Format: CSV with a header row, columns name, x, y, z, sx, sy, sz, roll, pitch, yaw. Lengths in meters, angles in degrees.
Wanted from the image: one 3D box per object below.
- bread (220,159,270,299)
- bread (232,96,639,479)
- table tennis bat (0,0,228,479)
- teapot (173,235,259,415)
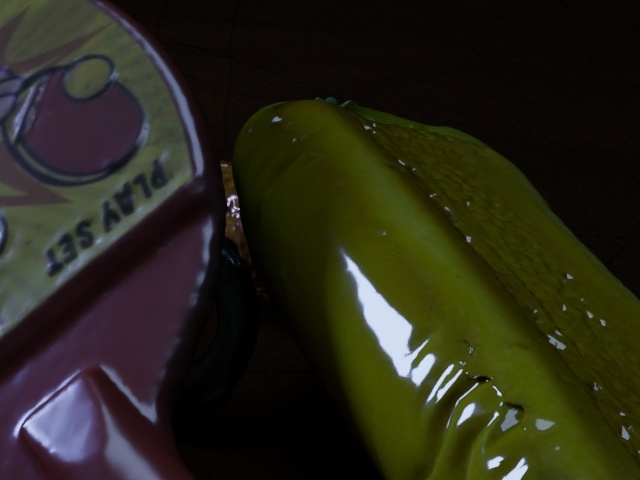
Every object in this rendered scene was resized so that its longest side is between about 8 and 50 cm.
name,x,y,z,sx,sy,sz,roll,pitch,yaw
bread,0.000,0.000,0.956,0.233,0.076,0.105,11,11,43
bread,0.077,0.064,0.705,0.166,0.112,0.383,12,25,-31
table tennis bat,-0.145,0.029,0.707,0.268,0.051,0.414,-40,58,-6
teapot,-0.138,-0.020,0.834,0.269,0.182,0.173,30,21,22
